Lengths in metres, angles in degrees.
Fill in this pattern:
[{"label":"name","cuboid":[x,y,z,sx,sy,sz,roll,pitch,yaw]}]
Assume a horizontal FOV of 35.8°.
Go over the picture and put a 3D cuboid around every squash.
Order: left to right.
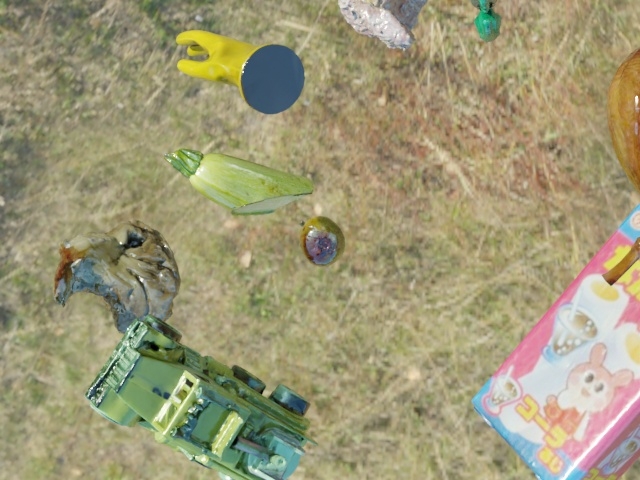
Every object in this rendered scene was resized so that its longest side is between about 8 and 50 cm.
[{"label":"squash","cuboid":[-0.114,-0.072,1.309,0.200,0.090,0.075,15,87,-27]}]

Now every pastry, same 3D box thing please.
[{"label":"pastry","cuboid":[0.097,-0.354,1.334,0.112,0.265,0.103,-18,131,45]}]

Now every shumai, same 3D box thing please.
[{"label":"shumai","cuboid":[-0.336,0.054,1.602,0.166,0.206,0.175,-47,143,18]}]

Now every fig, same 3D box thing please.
[{"label":"fig","cuboid":[0.000,0.000,1.686,0.084,0.098,0.082,34,94,-13]},{"label":"fig","cuboid":[0.283,-0.061,0.806,0.146,0.133,0.201,32,81,-22]}]

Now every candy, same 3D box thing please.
[{"label":"candy","cuboid":[0.327,0.126,1.088,0.100,0.157,0.306,26,105,-46]}]

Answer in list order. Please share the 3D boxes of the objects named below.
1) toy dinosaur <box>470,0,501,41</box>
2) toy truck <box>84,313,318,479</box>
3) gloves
[{"label":"toy dinosaur","cuboid":[0.194,-0.285,1.168,0.059,0.132,0.096,-9,93,14]},{"label":"toy truck","cuboid":[-0.115,0.190,1.081,0.259,0.135,0.128,35,84,-23]},{"label":"gloves","cuboid":[-0.152,-0.306,1.729,0.133,0.294,0.116,34,88,-38]}]
